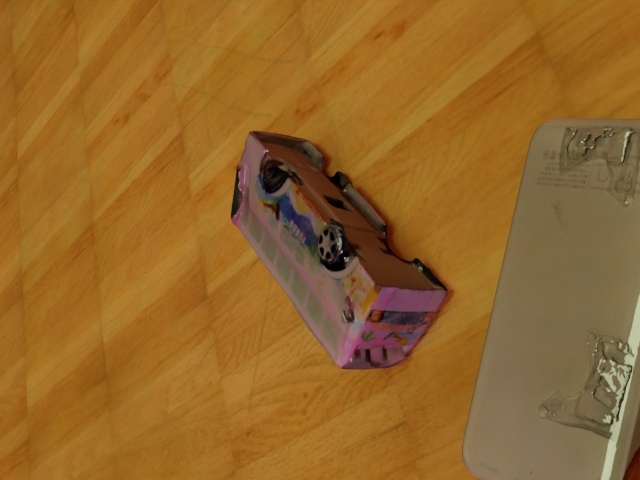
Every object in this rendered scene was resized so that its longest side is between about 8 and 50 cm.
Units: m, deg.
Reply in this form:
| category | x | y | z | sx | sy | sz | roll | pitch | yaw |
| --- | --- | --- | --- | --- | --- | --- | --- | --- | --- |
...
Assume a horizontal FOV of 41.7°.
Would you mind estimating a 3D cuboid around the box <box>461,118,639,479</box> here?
| category | x | y | z | sx | sy | sz | roll | pitch | yaw |
| --- | --- | --- | --- | --- | --- | --- | --- | --- | --- |
| box | 0.185 | 0.051 | 0.612 | 0.142 | 0.044 | 0.285 | 12 | 89 | 52 |

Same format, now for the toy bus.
| category | x | y | z | sx | sy | sz | roll | pitch | yaw |
| --- | --- | --- | --- | --- | --- | --- | --- | --- | --- |
| toy bus | 0.000 | 0.000 | 0.805 | 0.274 | 0.090 | 0.112 | 51 | 127 | 45 |

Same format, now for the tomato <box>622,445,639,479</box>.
| category | x | y | z | sx | sy | sz | roll | pitch | yaw |
| --- | --- | --- | --- | --- | --- | --- | --- | --- | --- |
| tomato | 0.248 | 0.158 | 0.398 | 0.208 | 0.184 | 0.208 | -13 | 71 | 40 |
